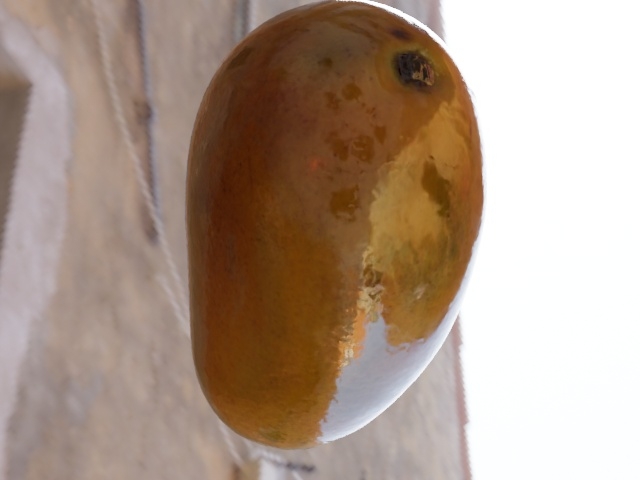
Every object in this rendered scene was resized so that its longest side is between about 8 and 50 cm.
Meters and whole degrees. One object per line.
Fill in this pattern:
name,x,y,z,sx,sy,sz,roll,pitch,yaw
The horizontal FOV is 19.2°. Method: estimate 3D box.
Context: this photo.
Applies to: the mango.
mango,0.003,-0.001,0.639,0.089,0.163,0.111,-10,-159,-34
